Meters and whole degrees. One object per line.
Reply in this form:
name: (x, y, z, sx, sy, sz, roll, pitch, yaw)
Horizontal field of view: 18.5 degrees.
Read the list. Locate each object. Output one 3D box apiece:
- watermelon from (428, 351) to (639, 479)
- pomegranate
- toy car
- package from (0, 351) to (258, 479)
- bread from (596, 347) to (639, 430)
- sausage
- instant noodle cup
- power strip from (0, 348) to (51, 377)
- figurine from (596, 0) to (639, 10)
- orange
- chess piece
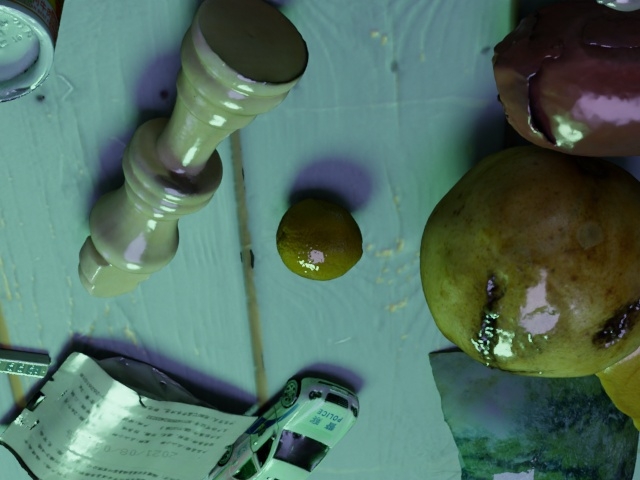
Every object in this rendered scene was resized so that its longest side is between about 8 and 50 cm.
watermelon: (0.247, 0.234, 2.303, 0.176, 0.256, 0.260, 19, 170, 45)
pomegranate: (0.231, 0.024, 2.003, 0.260, 0.260, 0.260, -3, 138, -3)
toy car: (-0.043, 0.248, 2.336, 0.090, 0.076, 0.224, 24, 130, -28)
package: (-0.229, 0.234, 2.303, 0.251, 0.062, 0.204, 24, 130, -25)
bread: (0.403, 0.129, 2.221, 0.174, 0.121, 0.245, -22, 134, 20)
sausage: (0.299, -0.156, 1.868, 0.279, 0.152, 0.152, -2, 138, -4)
instant noodle cup: (-0.285, -0.223, 1.697, 0.168, 0.185, 0.168, -3, 139, -3)
power strip: (-0.347, 0.139, 2.223, 0.083, 0.017, 0.027, 8, 135, -17)
figurine: (0.291, -0.343, 1.683, 0.176, 0.186, 0.287, -18, 132, -49)
orange: (0.000, 0.000, 2.057, 0.095, 0.085, 0.085, 15, 135, -27)
chess piece: (-0.145, -0.070, 1.941, 0.117, 0.117, 0.397, 15, 136, -21)
